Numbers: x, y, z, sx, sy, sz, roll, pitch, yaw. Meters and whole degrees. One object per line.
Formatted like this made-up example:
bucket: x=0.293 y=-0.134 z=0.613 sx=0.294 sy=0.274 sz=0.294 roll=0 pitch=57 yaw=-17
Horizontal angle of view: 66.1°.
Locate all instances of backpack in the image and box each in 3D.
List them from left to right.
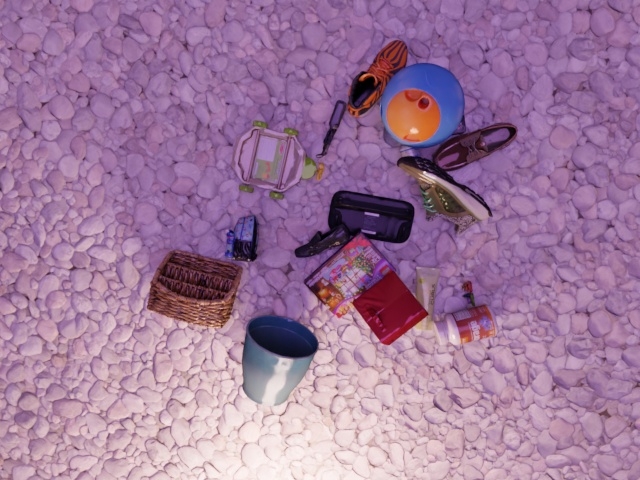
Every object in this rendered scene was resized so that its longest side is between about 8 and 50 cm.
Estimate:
backpack: x=-0.288 y=-0.012 z=1.828 sx=0.117 sy=0.158 sz=0.173 roll=6 pitch=92 yaw=-6

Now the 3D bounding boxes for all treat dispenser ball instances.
treat dispenser ball: x=0.352 y=-0.466 z=1.712 sx=0.289 sy=0.288 sz=0.287 roll=0 pitch=94 yaw=2

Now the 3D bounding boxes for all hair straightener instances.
hair straightener: x=0.036 y=-0.412 z=1.824 sx=0.047 sy=0.089 sz=0.230 roll=26 pitch=94 yaw=-2

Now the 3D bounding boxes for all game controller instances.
game controller: x=0.191 y=-0.088 z=1.865 sx=0.320 sy=0.067 sz=0.166 roll=10 pitch=109 yaw=1

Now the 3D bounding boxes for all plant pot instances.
plant pot: x=-0.174 y=0.455 z=1.817 sx=0.272 sy=0.271 sz=0.255 roll=19 pitch=109 yaw=0

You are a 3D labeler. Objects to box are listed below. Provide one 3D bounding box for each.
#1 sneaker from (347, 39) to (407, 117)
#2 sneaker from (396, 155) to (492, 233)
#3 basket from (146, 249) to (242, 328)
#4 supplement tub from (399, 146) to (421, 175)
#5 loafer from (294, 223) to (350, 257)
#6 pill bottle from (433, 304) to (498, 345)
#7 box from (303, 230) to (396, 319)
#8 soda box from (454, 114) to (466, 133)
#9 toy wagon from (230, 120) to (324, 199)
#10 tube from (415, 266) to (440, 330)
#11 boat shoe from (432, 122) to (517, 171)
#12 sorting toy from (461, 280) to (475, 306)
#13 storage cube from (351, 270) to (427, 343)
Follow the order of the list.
sneaker: x=0.211 y=-0.588 z=1.758 sx=0.125 sy=0.180 sz=0.321 roll=33 pitch=94 yaw=3
sneaker: x=0.424 y=-0.148 z=1.780 sx=0.411 sy=0.158 sz=0.182 roll=32 pitch=114 yaw=-14
basket: x=-0.465 y=0.175 z=1.817 sx=0.300 sy=0.213 sz=0.222 roll=16 pitch=95 yaw=0
supplement tub: x=0.341 y=-0.300 z=1.832 sx=0.071 sy=0.071 sz=0.107 roll=-16 pitch=93 yaw=3
loafer: x=0.000 y=0.000 z=1.848 sx=0.224 sy=0.076 sz=0.078 roll=-21 pitch=111 yaw=12
pill bottle: x=0.540 y=0.323 z=1.844 sx=0.216 sy=0.121 sz=0.121 roll=-16 pitch=93 yaw=3
box: x=0.110 y=0.132 z=1.856 sx=0.293 sy=0.057 sz=0.201 roll=-42 pitch=95 yaw=11
soda box: x=0.497 y=-0.479 z=1.823 sx=0.060 sy=0.053 sz=0.168 roll=-8 pitch=94 yaw=2
toy wagon: x=-0.156 y=-0.291 z=1.850 sx=0.345 sy=0.068 sz=0.266 roll=13 pitch=95 yaw=0
tube: x=0.400 y=0.221 z=1.875 sx=0.070 sy=0.062 sz=0.239 roll=6 pitch=89 yaw=-39
boat shoe: x=0.565 y=-0.350 z=1.798 sx=0.325 sy=0.116 sz=0.123 roll=-27 pitch=93 yaw=3
sorting toy: x=0.559 y=0.204 z=1.867 sx=0.042 sy=0.061 sz=0.101 roll=-10 pitch=66 yaw=16
storage cube: x=0.258 y=0.250 z=1.787 sx=0.193 sy=0.215 sz=0.183 roll=-38 pitch=69 yaw=3
